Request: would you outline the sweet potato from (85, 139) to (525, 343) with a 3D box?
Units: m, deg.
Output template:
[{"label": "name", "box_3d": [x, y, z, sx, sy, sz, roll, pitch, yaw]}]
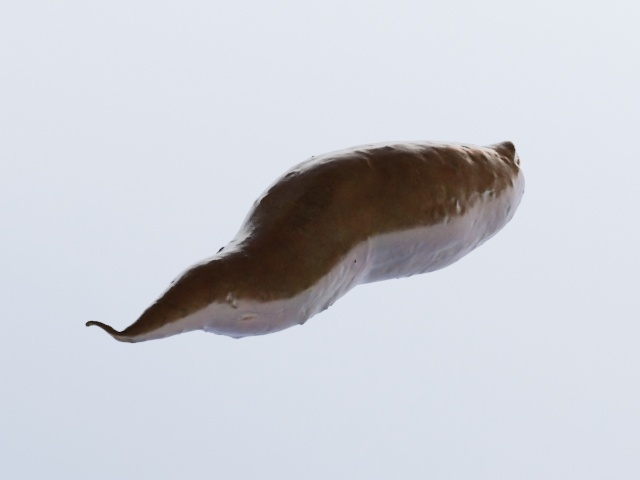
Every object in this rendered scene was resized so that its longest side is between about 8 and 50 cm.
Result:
[{"label": "sweet potato", "box_3d": [0.000, 0.000, 0.685, 0.195, 0.056, 0.056, -25, -136, -35]}]
